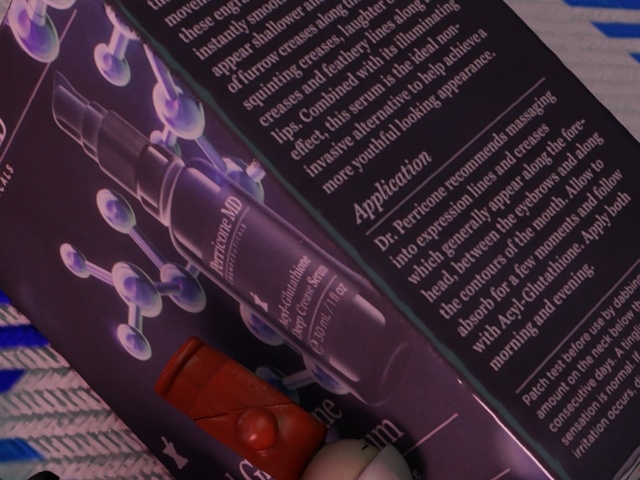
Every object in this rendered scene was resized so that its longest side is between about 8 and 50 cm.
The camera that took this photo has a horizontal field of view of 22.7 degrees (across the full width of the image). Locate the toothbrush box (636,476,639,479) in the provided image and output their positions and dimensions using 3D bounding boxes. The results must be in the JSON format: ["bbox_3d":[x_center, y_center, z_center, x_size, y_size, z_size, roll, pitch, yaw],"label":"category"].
[{"bbox_3d":[0.232,0.271,1.004,0.283,0.122,0.206,-32,80,-34],"label":"toothbrush box"}]

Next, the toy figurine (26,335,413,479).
[{"bbox_3d":[-0.068,0.181,0.799,0.148,0.213,0.209,34,38,12],"label":"toy figurine"}]

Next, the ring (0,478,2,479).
[{"bbox_3d":[-0.249,0.222,0.803,0.336,0.032,0.337,23,43,-24],"label":"ring"}]

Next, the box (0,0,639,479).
[{"bbox_3d":[0.000,0.000,0.933,0.395,0.293,0.212,47,54,4],"label":"box"}]
